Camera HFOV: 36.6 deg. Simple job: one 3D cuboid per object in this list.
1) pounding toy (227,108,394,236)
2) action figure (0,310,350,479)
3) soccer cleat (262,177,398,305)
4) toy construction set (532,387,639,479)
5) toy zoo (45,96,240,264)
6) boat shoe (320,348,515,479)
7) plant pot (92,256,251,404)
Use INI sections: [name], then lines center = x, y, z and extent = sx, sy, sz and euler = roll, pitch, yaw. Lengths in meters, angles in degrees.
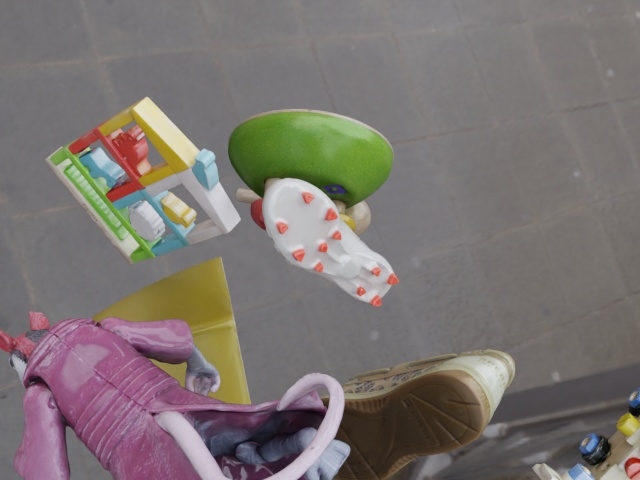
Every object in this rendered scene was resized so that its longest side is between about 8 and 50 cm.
[pounding toy]
center = -0.018, -0.042, 1.072
extent = 0.182, 0.237, 0.110
euler = 7, 69, -2
[action figure]
center = -0.179, 0.174, 0.895
extent = 0.370, 0.276, 0.248
euler = 33, 65, 15
[soccer cleat]
center = 0.000, 0.000, 0.912
extent = 0.068, 0.076, 0.196
euler = -49, 134, 0
[toy construction set]
center = 0.456, 0.297, 1.364
extent = 0.151, 0.327, 0.215
euler = 55, 11, -6
[toy zoo]
center = -0.223, -0.072, 1.244
extent = 0.192, 0.293, 0.030
euler = 53, 51, -17
[boat shoe]
center = 0.081, 0.183, 1.011
extent = 0.089, 0.285, 0.105
euler = -31, 95, -44
[plant pot]
center = -0.195, 0.169, 1.263
extent = 0.187, 0.212, 0.212
euler = -11, 112, -7
